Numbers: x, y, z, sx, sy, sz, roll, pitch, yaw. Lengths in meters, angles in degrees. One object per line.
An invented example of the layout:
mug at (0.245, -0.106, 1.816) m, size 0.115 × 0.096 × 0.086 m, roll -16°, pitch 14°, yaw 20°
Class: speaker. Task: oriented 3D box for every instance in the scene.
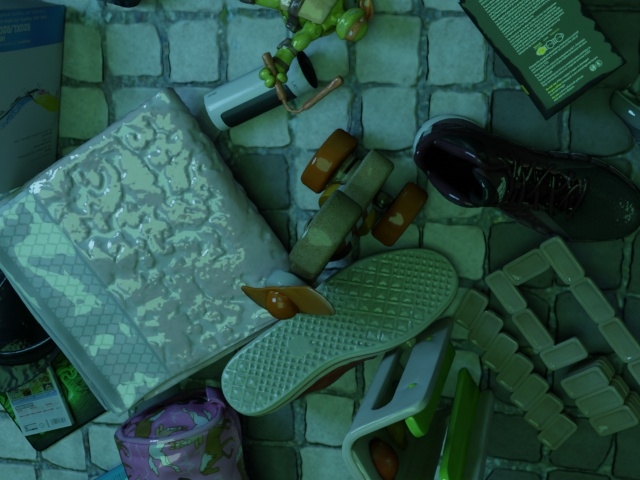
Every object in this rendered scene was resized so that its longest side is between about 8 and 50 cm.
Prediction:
speaker at (-0.073, -0.186, 1.134) m, size 0.136 × 0.055 × 0.055 m, roll -22°, pitch 99°, yaw 19°

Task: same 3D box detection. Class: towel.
towel at (-0.225, 0.025, 1.175) m, size 0.317 × 0.053 × 0.332 m, roll -33°, pitch 105°, yaw 3°

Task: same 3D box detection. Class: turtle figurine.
turtle figurine at (-0.017, -0.298, 1.072) m, size 0.217 × 0.087 × 0.269 m, roll 34°, pitch 94°, yaw 8°

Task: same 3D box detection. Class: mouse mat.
mouse mat at (-0.399, 0.216, 1.359) m, size 0.190 × 0.007 × 0.152 m, roll -33°, pitch 95°, yaw 21°

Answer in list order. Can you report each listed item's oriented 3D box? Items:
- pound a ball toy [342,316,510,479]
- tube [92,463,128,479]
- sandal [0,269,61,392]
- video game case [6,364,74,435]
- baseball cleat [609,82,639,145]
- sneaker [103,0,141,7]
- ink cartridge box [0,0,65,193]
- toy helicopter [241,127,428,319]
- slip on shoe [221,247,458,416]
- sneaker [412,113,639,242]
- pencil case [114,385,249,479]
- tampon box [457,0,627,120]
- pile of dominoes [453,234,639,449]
pound a ball toy at (0.125, 0.249, 1.064) m, size 0.136 × 0.319 × 0.208 m, roll -28°, pitch 97°, yaw 20°
tube at (-0.288, 0.361, 1.351) m, size 0.207 × 0.052 × 0.080 m, roll -28°, pitch 106°, yaw 15°
sandal at (-0.372, 0.066, 1.245) m, size 0.446 × 0.107 × 0.167 m, roll -38°, pitch 94°, yaw 17°
video game case at (-0.423, 0.225, 1.358) m, size 0.087 × 0.011 × 0.122 m, roll -15°, pitch 101°, yaw 18°
baseball cleat at (0.390, -0.079, 1.035) m, size 0.206 × 0.072 × 0.109 m, roll 39°, pitch 118°, yaw 5°
sneaker at (-0.333, -0.397, 1.131) m, size 0.297 × 0.111 × 0.129 m, roll 26°, pitch 95°, yaw 2°
ink cartridge box at (-0.446, -0.192, 1.168) m, size 0.171 × 0.168 × 0.232 m, roll 11°, pitch 109°, yaw 10°
toy helicopter at (0.000, 0.000, 1.007) m, size 0.140 × 0.355 × 0.235 m, roll 38°, pitch 94°, yaw 2°
slip on shoe at (0.027, 0.116, 1.176) m, size 0.331 × 0.101 × 0.123 m, roll -34°, pitch 74°, yaw 8°
sneaker at (0.227, -0.052, 1.035) m, size 0.281 × 0.162 × 0.106 m, roll 19°, pitch 109°, yaw 9°
pencil case at (-0.154, 0.399, 1.267) m, size 0.160 × 0.167 × 0.386 m, roll -3°, pitch 107°, yaw 46°
tampon box at (0.240, -0.231, 1.004) m, size 0.101 × 0.120 × 0.161 m, roll -37°, pitch 94°, yaw 20°
pile of dominoes at (0.293, 0.128, 1.133) m, size 0.196 × 0.040 × 0.251 m, roll -34°, pitch 93°, yaw 40°
